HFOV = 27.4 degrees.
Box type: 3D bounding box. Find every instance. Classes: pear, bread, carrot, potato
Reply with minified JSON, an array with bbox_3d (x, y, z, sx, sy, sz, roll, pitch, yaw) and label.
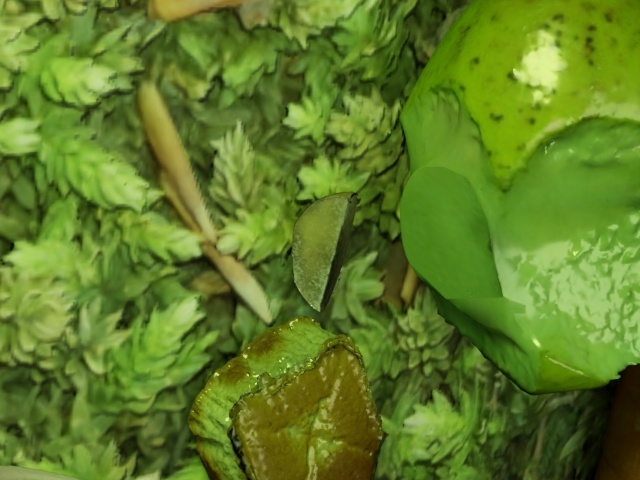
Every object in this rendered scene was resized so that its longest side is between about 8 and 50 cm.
[{"bbox_3d":[0.198,-0.063,0.903,0.286,0.176,0.282,-16,114,-14],"label":"pear"},{"bbox_3d":[-0.018,0.132,0.904,0.128,0.069,0.140,-33,118,-26],"label":"bread"},{"bbox_3d":[0.300,0.185,1.135,0.159,0.159,0.225,13,109,-39],"label":"carrot"},{"bbox_3d":[0.000,-0.001,0.903,0.037,0.036,0.093,-55,161,-58],"label":"potato"}]

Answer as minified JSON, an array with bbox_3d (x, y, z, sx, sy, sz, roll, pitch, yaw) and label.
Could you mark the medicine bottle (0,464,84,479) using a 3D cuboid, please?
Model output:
[{"bbox_3d":[-0.173,0.319,0.756,0.212,0.212,0.326,22,89,-40],"label":"medicine bottle"}]
